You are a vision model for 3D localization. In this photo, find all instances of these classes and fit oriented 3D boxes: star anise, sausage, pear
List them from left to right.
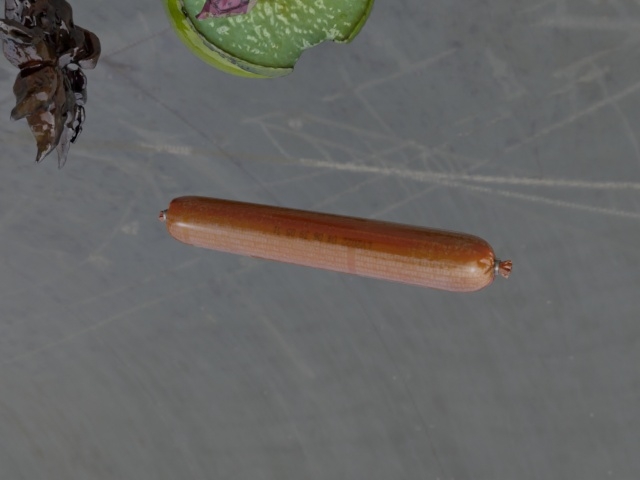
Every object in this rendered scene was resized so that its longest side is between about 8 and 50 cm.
[{"bbox_3d":[-0.334,-0.221,0.967,0.102,0.272,0.272,-6,157,0],"label":"star anise"},{"bbox_3d":[-0.082,-0.312,1.001,0.292,0.292,0.159,-11,115,25],"label":"pear"},{"bbox_3d":[0.000,0.000,0.689,0.347,0.053,0.053,9,161,22],"label":"sausage"}]

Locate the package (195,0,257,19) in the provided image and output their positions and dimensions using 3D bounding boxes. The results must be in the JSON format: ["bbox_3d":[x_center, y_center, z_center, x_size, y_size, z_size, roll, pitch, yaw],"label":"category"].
[{"bbox_3d":[-0.076,-0.214,0.665,0.059,0.029,0.083,-21,-174,-17],"label":"package"}]
